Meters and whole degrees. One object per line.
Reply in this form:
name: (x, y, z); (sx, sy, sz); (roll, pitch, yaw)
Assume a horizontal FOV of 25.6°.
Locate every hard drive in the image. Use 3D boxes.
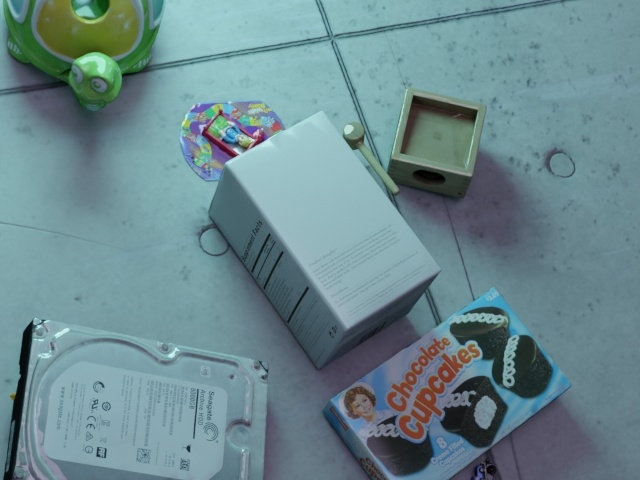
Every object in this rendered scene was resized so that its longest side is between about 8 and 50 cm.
hard drive: (-0.236, 0.247, 1.864); (0.339, 0.064, 0.237); (14, 63, -22)

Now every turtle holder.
turtle holder: (-0.352, -0.351, 2.049); (0.243, 0.227, 0.320); (25, 62, -3)

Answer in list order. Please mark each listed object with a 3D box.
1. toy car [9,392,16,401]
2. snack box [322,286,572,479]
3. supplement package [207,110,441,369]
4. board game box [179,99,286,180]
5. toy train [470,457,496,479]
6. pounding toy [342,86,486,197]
toy car: (-0.351, 0.228, 1.889); (0.122, 0.040, 0.060); (38, 80, 3)
snack box: (0.183, 0.226, 2.023); (0.322, 0.060, 0.187); (-32, 77, -25)
supplement package: (0.000, 0.000, 2.012); (0.177, 0.175, 0.293); (-30, 77, -23)
board game box: (-0.127, -0.160, 2.132); (0.168, 0.033, 0.133); (-4, 67, -17)
toy train: (0.232, 0.384, 1.984); (0.036, 0.027, 0.158); (2, 66, -3)
pounding toy: (0.133, -0.132, 2.162); (0.206, 0.094, 0.181); (13, 68, 1)
